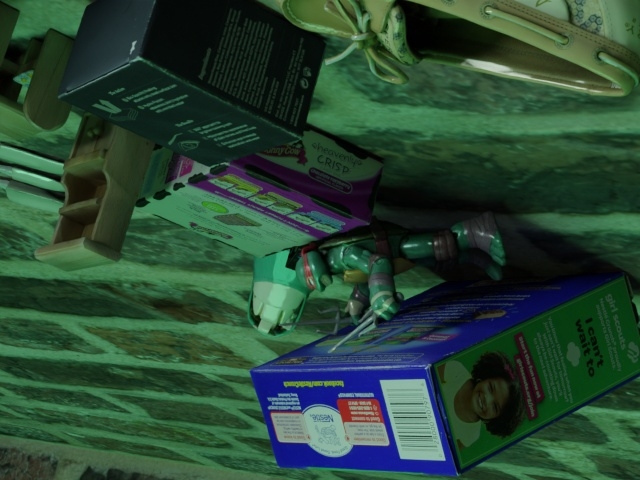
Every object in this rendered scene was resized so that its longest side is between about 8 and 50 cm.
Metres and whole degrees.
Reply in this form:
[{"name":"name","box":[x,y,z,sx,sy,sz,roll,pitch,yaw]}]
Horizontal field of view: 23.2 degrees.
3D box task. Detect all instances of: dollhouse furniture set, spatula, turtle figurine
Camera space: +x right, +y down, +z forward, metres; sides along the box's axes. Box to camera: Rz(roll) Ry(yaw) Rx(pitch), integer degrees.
[{"name":"dollhouse furniture set","box":[-0.293,-0.092,1.474,0.242,0.161,0.212,26,160,-30]},{"name":"spatula","box":[-0.406,-0.090,1.816,0.242,0.019,0.168,16,164,-2]},{"name":"turtle figurine","box":[0.064,0.032,1.557,0.234,0.118,0.175,-15,-177,0]}]

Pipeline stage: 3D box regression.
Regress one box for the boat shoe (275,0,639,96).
[{"name":"boat shoe","box":[0.087,-0.156,1.073,0.285,0.089,0.104,6,161,28]}]

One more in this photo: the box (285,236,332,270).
[{"name":"box","box":[0.000,0.000,1.675,0.052,0.062,0.083,18,162,-6]}]

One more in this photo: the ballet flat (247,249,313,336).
[{"name":"ballet flat","box":[-0.049,0.068,1.886,0.083,0.087,0.247,15,162,1]}]

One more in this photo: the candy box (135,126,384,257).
[{"name":"candy box","box":[-0.065,-0.055,1.545,0.159,0.071,0.233,23,160,-25]}]

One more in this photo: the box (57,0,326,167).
[{"name":"box","box":[-0.107,-0.140,1.281,0.158,0.093,0.156,24,161,-29]}]

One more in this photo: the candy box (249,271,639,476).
[{"name":"candy box","box":[0.136,0.133,1.613,0.317,0.122,0.268,-22,-169,-40]}]
